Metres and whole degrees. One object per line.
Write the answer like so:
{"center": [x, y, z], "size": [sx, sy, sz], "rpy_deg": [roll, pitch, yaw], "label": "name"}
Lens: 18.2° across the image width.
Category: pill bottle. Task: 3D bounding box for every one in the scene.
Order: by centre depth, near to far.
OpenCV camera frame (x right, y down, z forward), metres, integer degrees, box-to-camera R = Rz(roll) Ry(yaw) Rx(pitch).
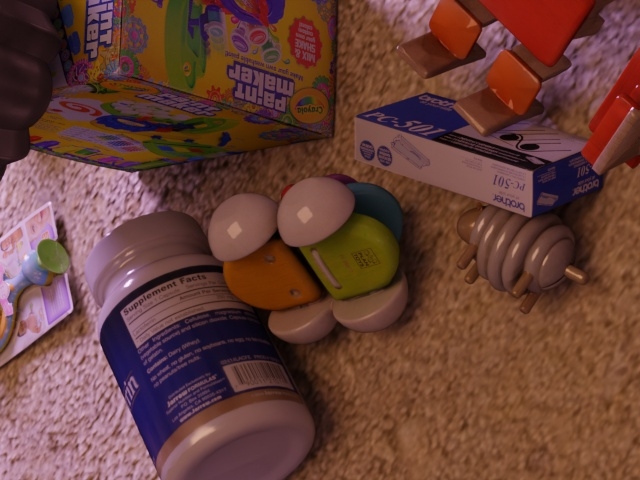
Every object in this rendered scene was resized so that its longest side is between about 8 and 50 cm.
{"center": [-0.122, 0.108, 1.900], "size": [0.153, 0.153, 0.264], "rpy_deg": [-45, 54, 25], "label": "pill bottle"}

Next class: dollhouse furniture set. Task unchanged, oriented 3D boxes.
{"center": [0.195, -0.183, 1.642], "size": [0.259, 0.135, 0.262], "rpy_deg": [47, 134, 19], "label": "dollhouse furniture set"}

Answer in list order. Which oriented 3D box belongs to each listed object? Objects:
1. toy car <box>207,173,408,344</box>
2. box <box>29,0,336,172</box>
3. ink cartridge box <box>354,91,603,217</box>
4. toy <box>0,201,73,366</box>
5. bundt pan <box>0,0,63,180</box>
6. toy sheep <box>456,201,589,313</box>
{"center": [0.000, 0.000, 1.840], "size": [0.182, 0.159, 0.136], "rpy_deg": [-12, 35, 35], "label": "toy car"}
{"center": [-0.182, -0.188, 1.922], "size": [0.279, 0.290, 0.177], "rpy_deg": [-7, 76, 39], "label": "box"}
{"center": [0.136, -0.077, 1.746], "size": [0.207, 0.097, 0.046], "rpy_deg": [20, 120, 42], "label": "ink cartridge box"}
{"center": [-0.369, 0.067, 2.189], "size": [0.237, 0.056, 0.136], "rpy_deg": [-33, 60, 32], "label": "toy"}
{"center": [-0.354, -0.163, 1.790], "size": [0.331, 0.124, 0.330], "rpy_deg": [-10, 74, 39], "label": "bundt pan"}
{"center": [0.173, 0.009, 1.710], "size": [0.132, 0.091, 0.091], "rpy_deg": [30, 101, 26], "label": "toy sheep"}
